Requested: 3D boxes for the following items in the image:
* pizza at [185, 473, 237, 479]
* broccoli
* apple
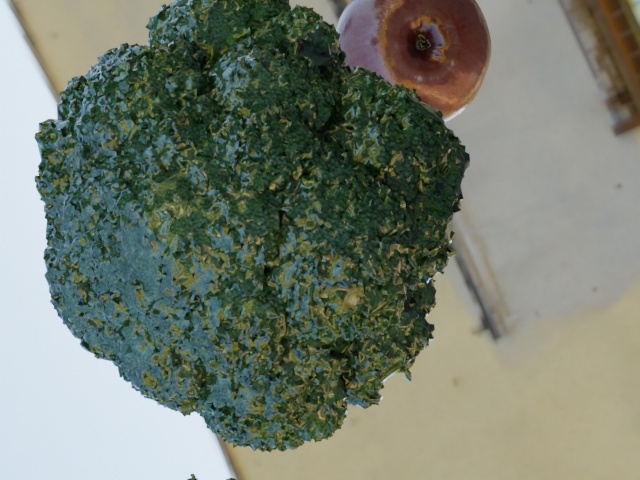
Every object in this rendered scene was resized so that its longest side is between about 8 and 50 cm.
[{"bbox_3d":[-0.045,0.164,0.868,0.083,0.037,0.016,20,-142,7],"label":"pizza"},{"bbox_3d":[-0.029,-0.018,0.833,0.270,0.270,0.270,-10,-103,-66],"label":"broccoli"},{"bbox_3d":[0.089,-0.182,1.353,0.120,0.153,0.153,132,116,-82],"label":"apple"}]
